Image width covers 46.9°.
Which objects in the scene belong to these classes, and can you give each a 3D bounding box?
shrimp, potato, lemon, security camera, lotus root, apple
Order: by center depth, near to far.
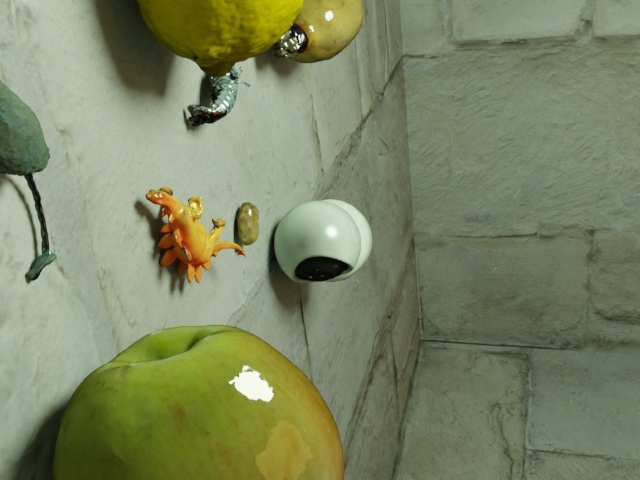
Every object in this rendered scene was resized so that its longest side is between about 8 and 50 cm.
[{"bbox_3d":[-0.154,0.253,0.890,0.304,0.339,0.338,64,25,-17],"label":"apple"},{"bbox_3d":[-0.139,-0.374,0.994,0.245,0.245,0.319,-61,158,-58],"label":"lemon"},{"bbox_3d":[-0.163,-0.244,1.231,0.082,0.076,0.174,107,0,-49],"label":"shrimp"},{"bbox_3d":[-0.137,-0.031,1.386,0.051,0.040,0.083,16,74,-64],"label":"potato"},{"bbox_3d":[-0.016,-0.449,1.525,0.310,0.183,0.182,-59,147,-53],"label":"lotus root"},{"bbox_3d":[0.000,0.000,1.600,0.236,0.195,0.194,3,89,-74],"label":"security camera"}]

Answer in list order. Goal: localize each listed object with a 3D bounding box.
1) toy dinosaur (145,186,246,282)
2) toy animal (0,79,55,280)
[{"bbox_3d":[-0.197,0.006,1.144,0.288,0.071,0.117,52,53,-60],"label":"toy dinosaur"},{"bbox_3d":[-0.315,-0.073,0.758,0.079,0.070,0.252,-35,148,-27],"label":"toy animal"}]
